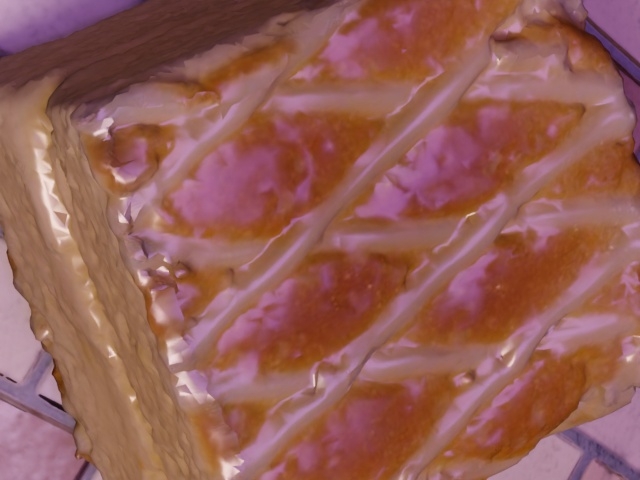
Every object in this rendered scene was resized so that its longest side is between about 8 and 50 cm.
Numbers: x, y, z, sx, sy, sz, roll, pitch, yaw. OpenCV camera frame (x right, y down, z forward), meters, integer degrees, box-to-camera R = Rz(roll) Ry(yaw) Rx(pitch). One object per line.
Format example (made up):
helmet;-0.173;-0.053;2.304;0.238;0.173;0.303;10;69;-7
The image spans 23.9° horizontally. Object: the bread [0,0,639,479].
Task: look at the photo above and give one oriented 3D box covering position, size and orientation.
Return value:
bread;0.000;0.000;1.052;0.390;0.279;0.371;-24;109;-20
